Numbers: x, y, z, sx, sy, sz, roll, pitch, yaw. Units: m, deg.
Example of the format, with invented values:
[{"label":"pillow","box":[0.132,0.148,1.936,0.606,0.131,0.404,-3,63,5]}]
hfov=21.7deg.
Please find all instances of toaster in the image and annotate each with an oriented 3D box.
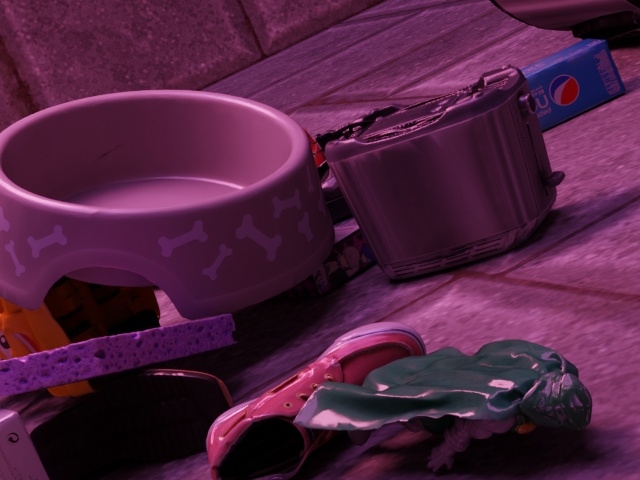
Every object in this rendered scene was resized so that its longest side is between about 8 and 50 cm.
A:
[{"label":"toaster","box":[0.109,-0.058,1.539,0.227,0.146,0.129,-17,13,27]}]

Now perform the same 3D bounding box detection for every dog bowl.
[{"label":"dog bowl","box":[-0.161,-0.045,1.582,0.349,0.102,0.349,-1,26,1]}]

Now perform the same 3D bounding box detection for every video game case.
[{"label":"video game case","box":[0.000,0.000,1.748,0.210,0.042,0.232,-32,15,-34]}]

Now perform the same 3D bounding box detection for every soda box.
[{"label":"soda box","box":[0.238,-0.160,1.923,0.210,0.067,0.071,-25,12,-4]}]

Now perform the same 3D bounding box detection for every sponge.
[{"label":"sponge","box":[-0.170,0.095,1.380,0.117,0.031,0.210,-15,-4,27]}]

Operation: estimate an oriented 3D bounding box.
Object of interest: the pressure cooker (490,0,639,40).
[{"label":"pressure cooker","box":[0.400,-0.452,2.105,0.420,0.375,0.370,4,71,60]}]

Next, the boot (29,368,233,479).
[{"label":"boot","box":[-0.135,0.130,1.391,0.198,0.077,0.137,-15,9,30]}]

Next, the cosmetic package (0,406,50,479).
[{"label":"cosmetic package","box":[-0.411,0.233,1.403,0.284,0.097,0.377,-27,12,-23]}]

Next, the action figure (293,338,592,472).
[{"label":"action figure","box":[0.096,0.103,1.072,0.137,0.063,0.232,-28,9,-27]}]

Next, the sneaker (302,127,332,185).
[{"label":"sneaker","box":[-0.118,-0.052,2.014,0.279,0.118,0.107,-28,12,-21]}]

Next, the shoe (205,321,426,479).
[{"label":"shoe","box":[-0.001,0.122,1.184,0.178,0.063,0.081,-29,11,2]}]

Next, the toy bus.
[{"label":"toy bus","box":[-0.293,0.085,1.687,0.211,0.149,0.220,-20,14,18]}]

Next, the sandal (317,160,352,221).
[{"label":"sandal","box":[0.012,-0.055,1.724,0.254,0.054,0.097,-25,12,-11]}]
